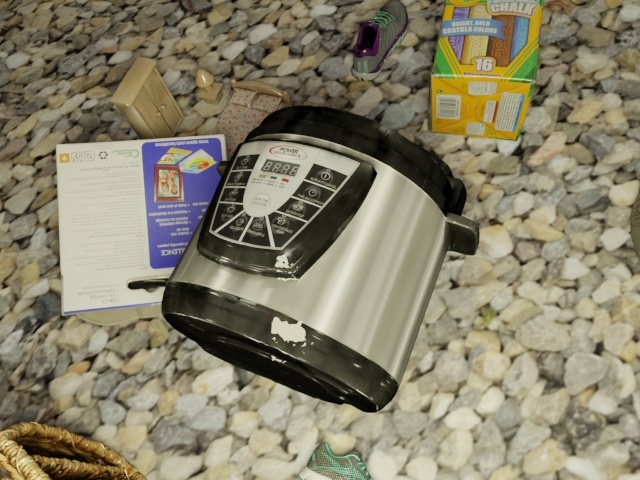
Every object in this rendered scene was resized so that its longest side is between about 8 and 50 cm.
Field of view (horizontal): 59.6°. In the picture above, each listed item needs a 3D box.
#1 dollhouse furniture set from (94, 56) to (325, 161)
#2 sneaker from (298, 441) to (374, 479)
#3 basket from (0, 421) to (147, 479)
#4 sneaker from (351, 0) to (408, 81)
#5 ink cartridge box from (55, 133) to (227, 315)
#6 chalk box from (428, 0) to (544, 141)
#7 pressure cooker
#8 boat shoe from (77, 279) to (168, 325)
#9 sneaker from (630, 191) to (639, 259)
[{"bbox_3d":[-0.215,-0.219,1.102,0.355,0.174,0.303,16,69,17],"label":"dollhouse furniture set"},{"bbox_3d":[0.052,0.358,0.842,0.166,0.065,0.076,19,65,16],"label":"sneaker"},{"bbox_3d":[-0.348,0.351,0.780,0.223,0.299,0.214,-24,61,0],"label":"basket"},{"bbox_3d":[0.131,-0.451,1.196,0.083,0.098,0.224,17,69,17],"label":"sneaker"},{"bbox_3d":[-0.311,-0.032,1.015,0.303,0.072,0.307,-5,83,-9],"label":"ink cartridge box"},{"bbox_3d":[0.320,-0.366,1.078,0.179,0.180,0.289,10,68,14],"label":"chalk box"},{"bbox_3d":[0.000,0.002,0.857,0.369,0.375,0.420,32,68,-19],"label":"pressure cooker"},{"bbox_3d":[-0.365,0.110,1.045,0.206,0.075,0.065,-5,22,13],"label":"boat shoe"},{"bbox_3d":[0.595,0.009,0.918,0.118,0.083,0.222,6,62,-4],"label":"sneaker"}]
